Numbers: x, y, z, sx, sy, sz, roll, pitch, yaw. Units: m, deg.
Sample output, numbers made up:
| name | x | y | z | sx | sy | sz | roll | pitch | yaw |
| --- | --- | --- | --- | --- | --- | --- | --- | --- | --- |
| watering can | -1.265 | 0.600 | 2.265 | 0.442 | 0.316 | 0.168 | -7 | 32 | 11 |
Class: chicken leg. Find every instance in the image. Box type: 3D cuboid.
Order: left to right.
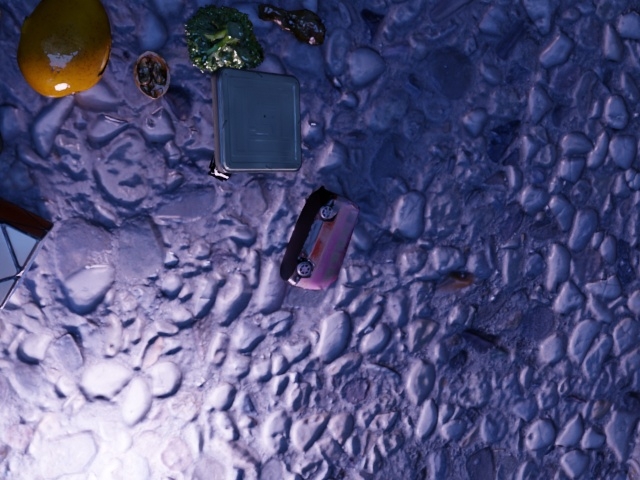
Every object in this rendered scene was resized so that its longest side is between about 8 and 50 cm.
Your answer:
| name | x | y | z | sx | sy | sz | roll | pitch | yaw |
| --- | --- | --- | --- | --- | --- | --- | --- | --- | --- |
| chicken leg | -0.076 | -0.595 | 1.627 | 0.198 | 0.069 | 0.085 | 17 | 122 | -12 |

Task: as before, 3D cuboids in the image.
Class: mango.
| name | x | y | z | sx | sy | sz | roll | pitch | yaw |
| --- | --- | --- | --- | --- | --- | --- | --- | --- | --- |
| mango | -0.607 | -0.485 | 1.456 | 0.191 | 0.160 | 0.290 | 16 | 89 | -12 |

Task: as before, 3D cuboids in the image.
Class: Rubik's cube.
| name | x | y | z | sx | sy | sz | roll | pitch | yaw |
| --- | --- | --- | --- | --- | --- | --- | --- | --- | --- |
| Rubik's cube | -0.816 | 0.015 | 1.484 | 0.207 | 0.205 | 0.205 | 29 | 94 | -21 |

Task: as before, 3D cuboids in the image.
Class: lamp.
| name | x | y | z | sx | sy | sz | roll | pitch | yaw |
| --- | --- | --- | --- | --- | --- | --- | --- | --- | --- |
| lamp | -0.164 | -0.317 | 1.608 | 0.266 | 0.047 | 0.269 | -7 | 97 | -40 |

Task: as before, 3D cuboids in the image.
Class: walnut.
| name | x | y | z | sx | sy | sz | roll | pitch | yaw |
| --- | --- | --- | --- | --- | --- | --- | --- | --- | --- |
| walnut | -0.439 | -0.431 | 1.564 | 0.091 | 0.052 | 0.121 | -6 | 107 | -16 |

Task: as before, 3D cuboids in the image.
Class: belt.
| name | x | y | z | sx | sy | sz | roll | pitch | yaw |
| --- | --- | --- | --- | --- | --- | --- | --- | --- | --- |
| belt | -0.258 | -0.230 | 1.636 | 0.058 | 0.105 | 0.140 | 19 | 92 | -23 |

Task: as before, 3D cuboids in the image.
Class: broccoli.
| name | x | y | z | sx | sy | sz | roll | pitch | yaw |
| --- | --- | --- | --- | --- | --- | --- | --- | --- | --- |
| broccoli | -0.237 | -0.511 | 1.529 | 0.220 | 0.194 | 0.194 | 23 | 96 | -24 |

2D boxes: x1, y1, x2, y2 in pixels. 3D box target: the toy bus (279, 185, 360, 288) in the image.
| name | x | y | z | sx | sy | sz | roll | pitch | yaw |
| --- | --- | --- | --- | --- | --- | --- | --- | --- | --- |
| toy bus | 0.000 | 0.000 | 1.752 | 0.147 | 0.127 | 0.302 | 17 | 98 | -22 |

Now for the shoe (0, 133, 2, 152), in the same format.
| name | x | y | z | sx | sy | sz | roll | pitch | yaw |
| --- | --- | --- | --- | --- | --- | --- | --- | --- | --- |
| shoe | -0.863 | -0.316 | 1.449 | 0.100 | 0.103 | 0.251 | -21 | 103 | -11 |
